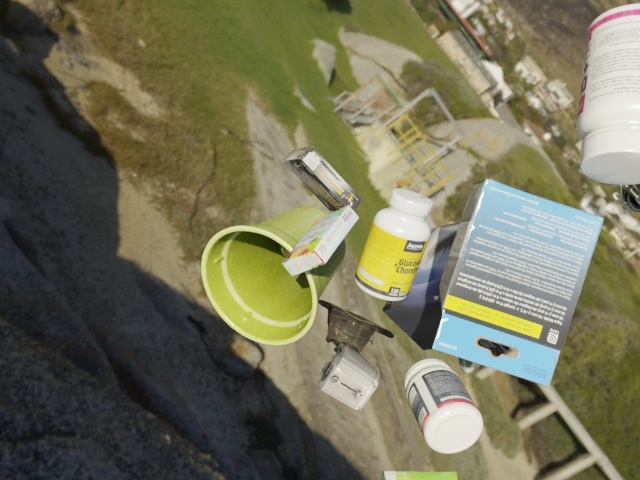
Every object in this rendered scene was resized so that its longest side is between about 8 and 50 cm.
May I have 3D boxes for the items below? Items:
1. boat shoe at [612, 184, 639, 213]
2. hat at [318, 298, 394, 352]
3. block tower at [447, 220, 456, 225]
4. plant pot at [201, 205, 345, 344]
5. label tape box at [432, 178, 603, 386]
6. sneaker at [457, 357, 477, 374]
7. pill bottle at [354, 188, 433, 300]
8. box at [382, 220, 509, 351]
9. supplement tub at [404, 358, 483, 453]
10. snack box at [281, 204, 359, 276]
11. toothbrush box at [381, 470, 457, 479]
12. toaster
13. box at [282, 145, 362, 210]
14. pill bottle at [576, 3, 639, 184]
[{"bbox_3d":[0.842,-0.123,1.679,0.113,0.105,0.306,40,16,-2],"label":"boat shoe"},{"bbox_3d":[0.094,0.322,2.246,0.331,0.134,0.331,24,-8,3],"label":"hat"},{"bbox_3d":[0.403,0.094,2.096,0.091,0.335,0.097,37,-7,-38],"label":"block tower"},{"bbox_3d":[-0.075,0.047,1.407,0.276,0.276,0.254,53,37,-4],"label":"plant pot"},{"bbox_3d":[0.364,0.078,1.225,0.241,0.333,0.106,19,-1,-2],"label":"label tape box"},{"bbox_3d":[0.449,0.321,1.903,0.076,0.065,0.166,10,86,-85],"label":"sneaker"},{"bbox_3d":[0.133,0.007,1.126,0.103,0.184,0.103,15,21,-6],"label":"pill bottle"},{"bbox_3d":[0.355,0.105,1.560,0.183,0.296,0.294,44,-27,-16],"label":"box"},{"bbox_3d":[0.389,0.528,2.054,0.191,0.191,0.272,47,10,-26],"label":"supplement tub"},{"bbox_3d":[0.000,0.000,1.196,0.037,0.100,0.141,51,49,-15],"label":"snack box"},{"bbox_3d":[0.264,0.762,1.666,0.283,0.206,0.122,-83,167,-46],"label":"toothbrush box"},{"bbox_3d":[0.084,0.392,1.842,0.146,0.129,0.227,35,7,1],"label":"toaster"},{"bbox_3d":[0.003,-0.185,1.950,0.231,0.056,0.183,46,-12,-18],"label":"box"},{"bbox_3d":[0.541,-0.253,1.120,0.160,0.160,0.283,36,62,-53],"label":"pill bottle"}]
